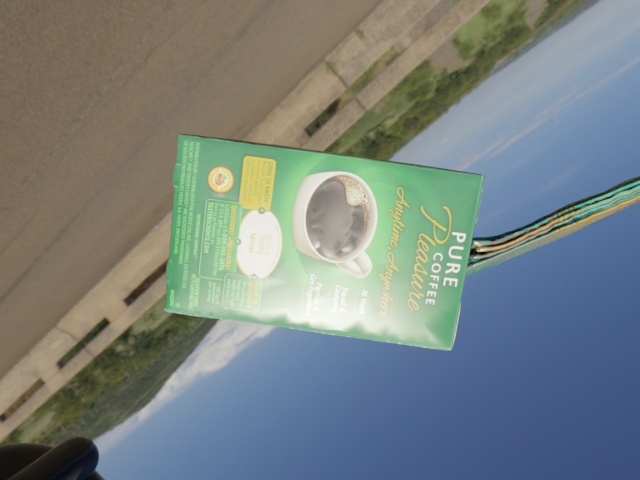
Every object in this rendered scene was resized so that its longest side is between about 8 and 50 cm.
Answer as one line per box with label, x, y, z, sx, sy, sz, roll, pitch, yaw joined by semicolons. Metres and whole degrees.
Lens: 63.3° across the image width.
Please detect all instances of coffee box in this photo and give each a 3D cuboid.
coffee box;0.000;0.000;0.327;0.040;0.184;0.113;-79;176;-81

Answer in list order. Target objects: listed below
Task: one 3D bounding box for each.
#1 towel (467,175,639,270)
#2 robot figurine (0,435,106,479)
towel;0.347;-0.014;0.824;0.369;0.040;0.271;-21;168;-11
robot figurine;-0.268;0.277;0.415;0.278;0.173;0.209;-44;-134;16
